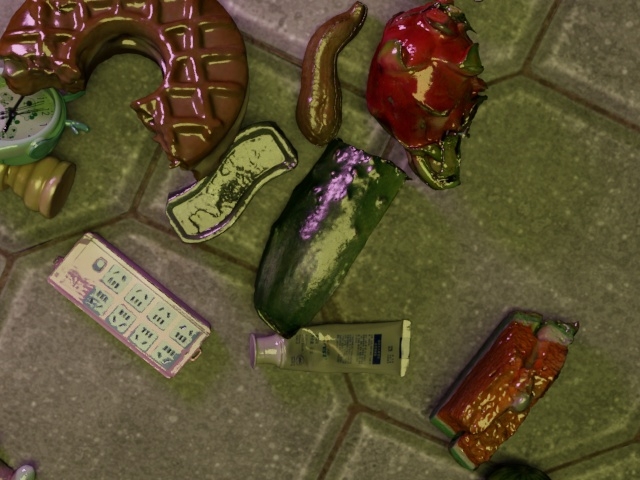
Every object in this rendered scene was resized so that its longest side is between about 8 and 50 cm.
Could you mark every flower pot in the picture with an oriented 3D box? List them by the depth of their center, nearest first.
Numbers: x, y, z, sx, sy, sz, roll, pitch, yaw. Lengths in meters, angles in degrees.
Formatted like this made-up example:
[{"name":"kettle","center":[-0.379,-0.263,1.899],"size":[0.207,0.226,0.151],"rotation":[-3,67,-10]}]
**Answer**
[{"name":"flower pot","center":[-0.141,-0.091,1.468],"size":[0.229,0.108,0.103],"rotation":[-42,99,3]}]

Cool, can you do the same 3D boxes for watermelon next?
[{"name":"watermelon","center":[0.326,0.466,1.589],"size":[0.141,0.140,0.187],"rotation":[8,110,-5]}]

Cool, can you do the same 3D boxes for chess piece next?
[{"name":"chess piece","center":[-0.471,-0.108,1.459],"size":[0.170,0.094,0.094],"rotation":[24,98,0]}]

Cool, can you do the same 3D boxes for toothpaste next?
[{"name":"toothpaste","center":[0.018,0.179,1.560],"size":[0.266,0.061,0.096],"rotation":[0,99,-11]}]

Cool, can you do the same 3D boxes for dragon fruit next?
[{"name":"dragon fruit","center":[0.176,-0.219,1.421],"size":[0.200,0.198,0.269],"rotation":[-31,91,36]}]

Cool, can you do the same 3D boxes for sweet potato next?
[{"name":"sweet potato","center":[0.009,-0.260,1.473],"size":[0.081,0.062,0.233],"rotation":[12,96,-21]}]

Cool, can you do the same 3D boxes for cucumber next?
[{"name":"cucumber","center":[-0.002,-0.001,1.477],"size":[0.145,0.105,0.325],"rotation":[32,90,-8]}]

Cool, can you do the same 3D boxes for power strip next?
[{"name":"power strip","center":[-0.303,0.103,1.526],"size":[0.279,0.037,0.109],"rotation":[40,96,-10]}]

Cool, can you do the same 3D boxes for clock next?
[{"name":"clock","center":[-0.452,-0.181,1.418],"size":[0.211,0.066,0.159],"rotation":[-5,62,-12]}]

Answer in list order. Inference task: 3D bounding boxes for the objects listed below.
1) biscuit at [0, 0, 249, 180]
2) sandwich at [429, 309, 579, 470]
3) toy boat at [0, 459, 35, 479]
[{"name":"biscuit","center":[-0.264,-0.269,1.384],"size":[0.366,0.115,0.268],"rotation":[30,72,3]},{"name":"sandwich","center":[0.282,0.238,1.518],"size":[0.109,0.212,0.292],"rotation":[38,110,5]},{"name":"toy boat","center":[-0.574,0.428,1.543],"size":[0.155,0.085,0.227],"rotation":[43,95,-11]}]
